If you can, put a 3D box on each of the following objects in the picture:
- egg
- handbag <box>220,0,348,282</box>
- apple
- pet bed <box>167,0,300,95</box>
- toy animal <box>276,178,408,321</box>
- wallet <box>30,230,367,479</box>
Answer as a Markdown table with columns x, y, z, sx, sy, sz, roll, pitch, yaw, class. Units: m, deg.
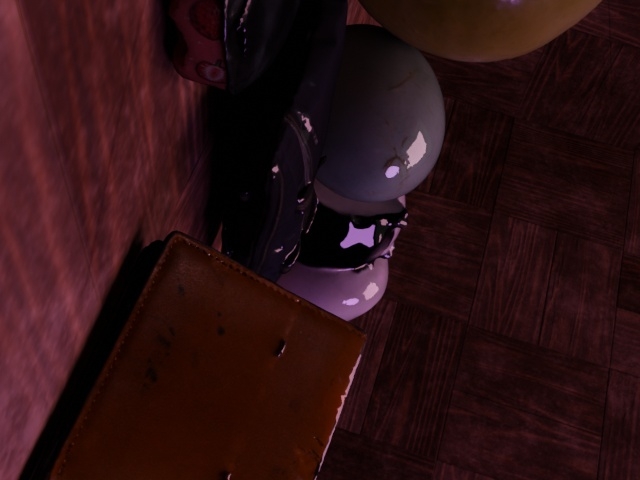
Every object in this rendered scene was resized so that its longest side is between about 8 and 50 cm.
| x | y | z | sx | sy | sz | roll | pitch | yaw | class |
| --- | --- | --- | --- | --- | --- | --- | --- | --- | --- |
| 0.047 | -0.135 | 0.879 | 0.231 | 0.168 | 0.168 | -102 | -160 | -50 | egg |
| -0.036 | -0.074 | 0.699 | 0.254 | 0.088 | 0.211 | 111 | -10 | -62 | handbag |
| 0.126 | -0.308 | 0.776 | 0.233 | 0.295 | 0.258 | -36 | 163 | 3 | apple |
| -0.037 | -0.185 | 0.503 | 0.201 | 0.053 | 0.201 | 18 | 90 | -85 | pet bed |
| 0.008 | -0.002 | 1.020 | 0.187 | 0.165 | 0.235 | -94 | -170 | -47 | toy animal |
| -0.072 | 0.109 | 0.521 | 0.042 | 0.161 | 0.195 | -37 | -151 | 61 | wallet |
